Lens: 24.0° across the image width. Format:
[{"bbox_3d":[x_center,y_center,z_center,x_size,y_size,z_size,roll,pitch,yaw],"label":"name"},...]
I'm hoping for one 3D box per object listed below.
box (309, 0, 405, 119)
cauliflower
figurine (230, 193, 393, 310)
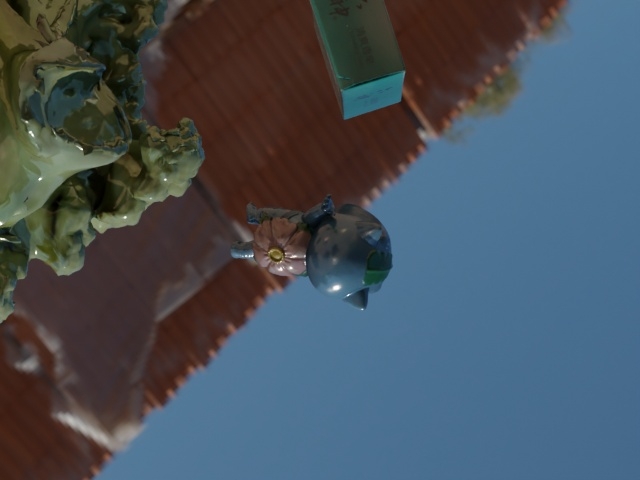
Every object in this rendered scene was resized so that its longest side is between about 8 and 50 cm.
[{"bbox_3d":[0.049,-0.263,2.036,0.092,0.153,0.245,-18,177,1],"label":"box"},{"bbox_3d":[-0.205,-0.071,1.025,0.281,0.260,0.327,28,-91,38],"label":"cauliflower"},{"bbox_3d":[0.000,0.004,1.650,0.178,0.114,0.144,13,-177,18],"label":"figurine"}]
